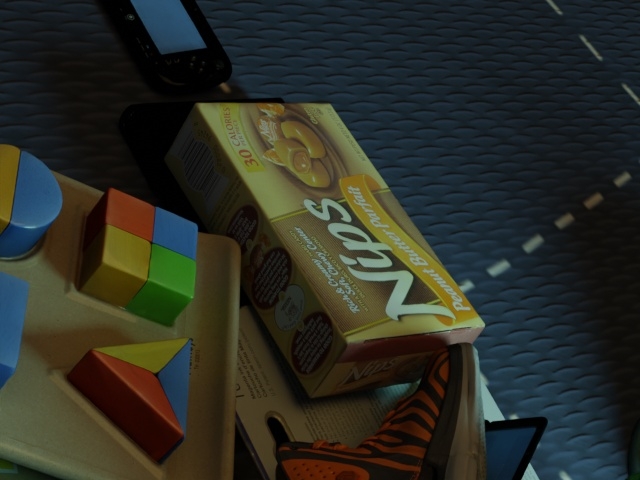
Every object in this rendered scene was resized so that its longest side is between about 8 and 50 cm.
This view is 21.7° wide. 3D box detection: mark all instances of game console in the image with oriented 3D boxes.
[{"bbox_3d":[-0.151,-0.181,1.815,0.213,0.044,0.361,-8,60,-45],"label":"game console"},{"bbox_3d":[0.141,0.188,1.587,0.107,0.071,0.122,40,39,-2],"label":"game console"}]

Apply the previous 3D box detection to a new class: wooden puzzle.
[{"bbox_3d":[-0.224,0.049,1.427,0.348,0.080,0.322,20,44,-20],"label":"wooden puzzle"}]

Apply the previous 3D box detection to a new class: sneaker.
[{"bbox_3d":[0.053,0.183,1.462,0.180,0.125,0.321,-3,21,9],"label":"sneaker"}]

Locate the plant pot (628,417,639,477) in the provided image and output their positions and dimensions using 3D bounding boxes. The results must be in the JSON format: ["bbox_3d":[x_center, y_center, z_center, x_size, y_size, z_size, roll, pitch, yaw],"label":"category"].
[{"bbox_3d":[0.575,0.235,1.820,0.341,0.334,0.341,23,43,-23],"label":"plant pot"}]

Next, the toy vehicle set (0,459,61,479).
[{"bbox_3d":[-0.300,0.143,1.386,0.267,0.035,0.166,11,48,-34],"label":"toy vehicle set"}]

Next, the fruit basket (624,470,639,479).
[{"bbox_3d":[0.248,0.380,1.364,0.283,0.392,0.392,41,38,5],"label":"fruit basket"}]

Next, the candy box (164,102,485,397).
[{"bbox_3d":[0.000,0.000,1.643,0.183,0.087,0.316,-5,51,-41],"label":"candy box"}]

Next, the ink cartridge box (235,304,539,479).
[{"bbox_3d":[0.048,0.201,1.610,0.330,0.071,0.324,-7,59,-40],"label":"ink cartridge box"}]
